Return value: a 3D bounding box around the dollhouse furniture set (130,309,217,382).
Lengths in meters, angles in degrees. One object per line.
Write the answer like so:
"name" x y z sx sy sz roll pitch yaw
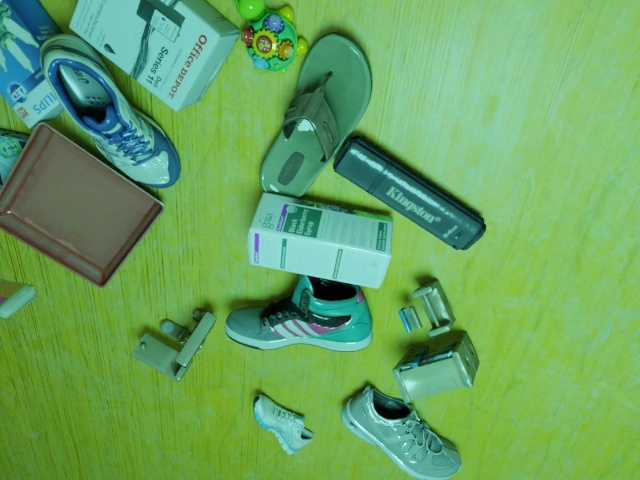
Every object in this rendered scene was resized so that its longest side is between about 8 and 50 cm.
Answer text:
"dollhouse furniture set" -0.314 0.204 1.009 0.123 0.144 0.151 31 157 -3

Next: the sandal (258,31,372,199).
"sandal" -0.013 -0.175 0.762 0.120 0.086 0.302 28 121 -2

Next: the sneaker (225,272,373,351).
"sneaker" -0.046 0.119 0.904 0.296 0.124 0.178 1 123 5

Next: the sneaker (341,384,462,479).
"sneaker" 0.186 0.413 1.017 0.281 0.105 0.115 28 121 -1

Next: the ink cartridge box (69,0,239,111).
"ink cartridge box" -0.255 -0.329 0.740 0.208 0.087 0.153 37 121 -8

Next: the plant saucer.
"plant saucer" -0.472 -0.063 0.930 0.258 0.047 0.259 37 114 -18

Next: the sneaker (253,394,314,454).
"sneaker" -0.083 0.422 1.118 0.083 0.071 0.190 -28 116 19

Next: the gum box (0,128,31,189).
"gum box" -0.602 -0.126 0.962 0.157 0.041 0.184 13 119 7

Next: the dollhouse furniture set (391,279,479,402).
"dollhouse furniture set" 0.198 0.181 0.898 0.129 0.129 0.183 -24 85 25

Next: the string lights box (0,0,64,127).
"string lights box" -0.521 -0.342 0.805 0.133 0.076 0.259 -25 109 23

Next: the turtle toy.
"turtle toy" -0.083 -0.314 0.717 0.095 0.066 0.130 -18 112 22

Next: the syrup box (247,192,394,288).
"syrup box" 0.000 0.000 0.825 0.237 0.093 0.096 12 137 1

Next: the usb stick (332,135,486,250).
"usb stick" 0.149 -0.076 0.794 0.278 0.045 0.077 32 123 -7

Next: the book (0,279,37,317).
"book" -0.763 0.132 1.108 0.144 0.096 0.035 10 120 9

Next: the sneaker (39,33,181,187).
"sneaker" -0.340 -0.182 0.776 0.112 0.131 0.296 -35 128 2
